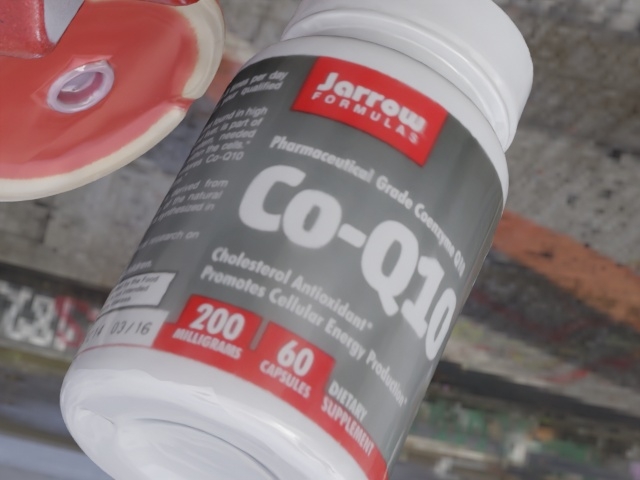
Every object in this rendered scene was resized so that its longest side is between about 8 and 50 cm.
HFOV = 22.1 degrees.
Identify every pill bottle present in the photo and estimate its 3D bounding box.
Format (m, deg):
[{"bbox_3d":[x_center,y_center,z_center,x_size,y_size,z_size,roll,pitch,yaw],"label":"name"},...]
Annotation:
[{"bbox_3d":[0.000,0.000,0.834,0.161,0.283,0.161,19,150,12],"label":"pill bottle"}]

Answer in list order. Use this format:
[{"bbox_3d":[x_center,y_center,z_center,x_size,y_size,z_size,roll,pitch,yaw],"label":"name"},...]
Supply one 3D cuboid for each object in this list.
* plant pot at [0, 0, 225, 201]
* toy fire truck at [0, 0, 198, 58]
[{"bbox_3d":[-0.194,-0.175,0.986,0.275,0.243,0.275,-26,155,-13],"label":"plant pot"},{"bbox_3d":[-0.103,-0.242,0.666,0.169,0.254,0.302,9,127,8],"label":"toy fire truck"}]
